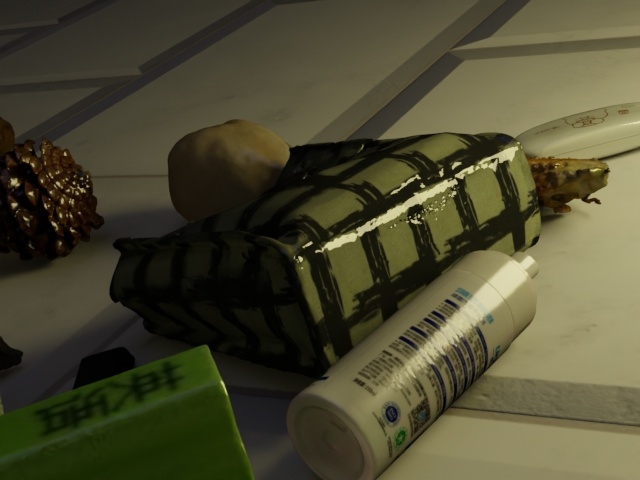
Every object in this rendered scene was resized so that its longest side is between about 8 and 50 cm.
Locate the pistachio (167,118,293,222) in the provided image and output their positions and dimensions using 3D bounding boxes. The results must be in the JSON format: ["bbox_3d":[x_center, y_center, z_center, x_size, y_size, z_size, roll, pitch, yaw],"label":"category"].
[{"bbox_3d":[-0.103,-0.080,1.438,0.223,0.126,0.152,8,69,38],"label":"pistachio"}]

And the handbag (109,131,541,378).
[{"bbox_3d":[0.000,0.000,1.166,0.325,0.162,0.327,-29,19,-37],"label":"handbag"}]

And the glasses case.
[{"bbox_3d":[0.327,-0.127,1.381,0.193,0.049,0.074,-13,23,0],"label":"glasses case"}]

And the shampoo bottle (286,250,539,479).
[{"bbox_3d":[0.099,0.089,0.977,0.092,0.092,0.303,7,32,40],"label":"shampoo bottle"}]

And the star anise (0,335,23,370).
[{"bbox_3d":[-0.423,0.127,1.195,0.209,0.089,0.231,-17,34,-24],"label":"star anise"}]

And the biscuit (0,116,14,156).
[{"bbox_3d":[-0.539,-0.057,1.501,0.332,0.103,0.332,-44,10,10],"label":"biscuit"}]

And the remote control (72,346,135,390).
[{"bbox_3d":[-0.216,0.169,1.065,0.063,0.025,0.245,-17,23,4],"label":"remote control"}]

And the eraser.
[{"bbox_3d":[-0.172,0.206,0.732,0.274,0.210,0.092,-17,24,-11],"label":"eraser"}]

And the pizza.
[{"bbox_3d":[0.225,-0.062,1.283,0.226,0.069,0.147,2,7,26],"label":"pizza"}]

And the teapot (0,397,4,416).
[{"bbox_3d":[-0.363,0.193,0.962,0.178,0.221,0.163,-20,-8,5],"label":"teapot"}]

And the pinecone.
[{"bbox_3d":[-0.371,-0.048,1.473,0.174,0.173,0.173,-12,24,5],"label":"pinecone"}]
